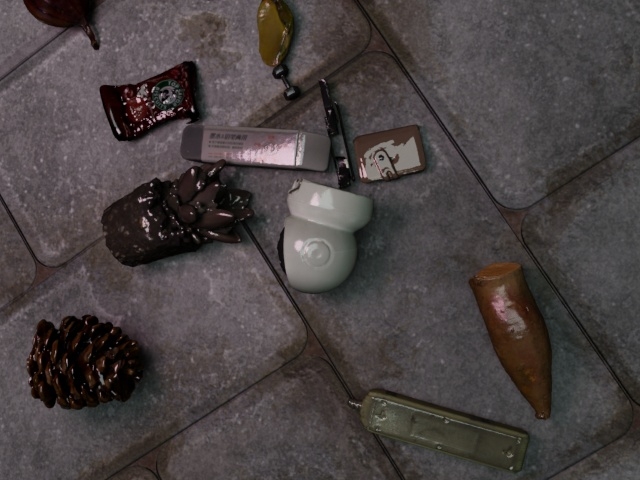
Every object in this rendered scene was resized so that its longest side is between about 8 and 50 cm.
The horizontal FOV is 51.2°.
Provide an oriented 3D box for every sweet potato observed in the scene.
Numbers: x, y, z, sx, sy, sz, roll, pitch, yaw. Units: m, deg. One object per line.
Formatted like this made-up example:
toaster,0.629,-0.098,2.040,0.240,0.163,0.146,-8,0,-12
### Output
sweet potato,0.413,0.207,1.373,0.131,0.131,0.337,-23,83,9

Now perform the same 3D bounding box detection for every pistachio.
pistachio,-0.097,-0.483,1.542,0.089,0.049,0.173,-4,88,33

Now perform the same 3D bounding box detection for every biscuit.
biscuit,-0.395,-0.328,1.586,0.235,0.063,0.151,-16,85,7

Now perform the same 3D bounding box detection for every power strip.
power strip,0.245,0.400,1.434,0.387,0.066,0.092,14,92,9

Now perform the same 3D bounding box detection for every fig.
fig,-0.624,-0.575,1.594,0.202,0.149,0.148,55,136,21

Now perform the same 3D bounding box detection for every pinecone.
pinecone,-0.534,0.272,1.507,0.272,0.224,0.224,-3,87,13

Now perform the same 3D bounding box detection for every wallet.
wallet,0.153,-0.191,1.487,0.152,0.039,0.118,-11,83,9

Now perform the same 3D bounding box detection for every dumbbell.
dumbbell,-0.079,-0.365,1.539,0.040,0.036,0.083,-29,82,9

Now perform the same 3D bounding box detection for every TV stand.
TV stand,0.034,-0.243,1.512,0.042,0.036,0.249,-13,85,11

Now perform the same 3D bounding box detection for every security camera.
security camera,0.000,0.000,1.435,0.194,0.194,0.236,16,94,11

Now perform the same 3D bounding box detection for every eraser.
eraser,-0.153,-0.211,1.522,0.351,0.061,0.089,7,90,18

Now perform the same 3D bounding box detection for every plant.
plant,-0.317,-0.051,1.505,0.320,0.181,0.194,-21,84,14
